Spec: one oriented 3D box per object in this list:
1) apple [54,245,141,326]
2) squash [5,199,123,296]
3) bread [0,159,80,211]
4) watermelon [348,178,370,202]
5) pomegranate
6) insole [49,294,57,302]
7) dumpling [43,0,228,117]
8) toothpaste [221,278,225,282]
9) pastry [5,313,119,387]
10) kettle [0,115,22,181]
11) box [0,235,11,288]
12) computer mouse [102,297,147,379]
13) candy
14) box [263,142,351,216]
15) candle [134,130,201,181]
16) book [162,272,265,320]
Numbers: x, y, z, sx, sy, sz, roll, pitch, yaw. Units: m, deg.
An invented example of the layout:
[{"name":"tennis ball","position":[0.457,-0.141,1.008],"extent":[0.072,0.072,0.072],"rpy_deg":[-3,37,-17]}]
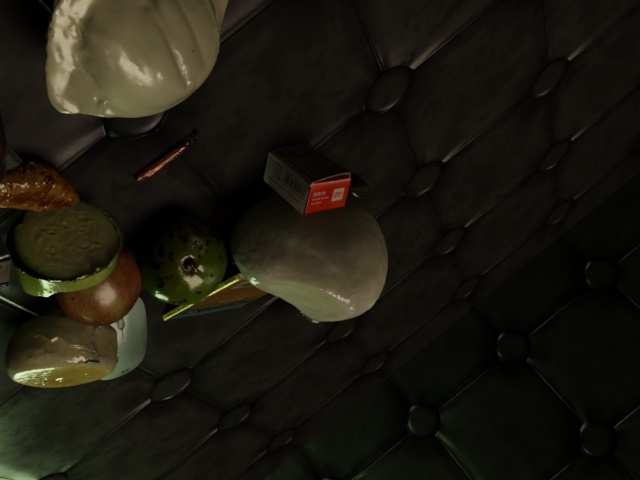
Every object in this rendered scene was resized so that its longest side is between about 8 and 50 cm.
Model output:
[{"name":"apple","position":[-0.483,0.085,1.720],"extent":[0.188,0.188,0.173],"rpy_deg":[-22,141,-29]},{"name":"squash","position":[-0.504,0.030,1.587],"extent":[0.220,0.220,0.133],"rpy_deg":[-22,142,-29]},{"name":"bread","position":[-0.551,-0.106,1.489],"extent":[0.105,0.076,0.233],"rpy_deg":[-40,160,25]},{"name":"watermelon","position":[0.089,-0.132,2.191],"extent":[0.111,0.078,0.078],"rpy_deg":[-6,137,-44]},{"name":"pomegranate","position":[-0.331,0.047,1.865],"extent":[0.211,0.211,0.263],"rpy_deg":[-28,-170,-20]},{"name":"insole","position":[-0.569,0.142,1.884],"extent":[0.064,0.004,0.188],"rpy_deg":[-44,151,6]},{"name":"dumpling","position":[-0.276,-0.369,1.301],"extent":[0.395,0.233,0.315],"rpy_deg":[-34,151,-40]},{"name":"toothpaste","position":[-0.293,0.084,2.080],"extent":[0.069,0.047,0.268],"rpy_deg":[-50,158,-21]},{"name":"pastry","position":[-0.586,0.255,1.822],"extent":[0.265,0.133,0.264],"rpy_deg":[-5,155,-2]},{"name":"kettle","position":[-0.606,-0.172,1.282],"extent":[0.202,0.144,0.232],"rpy_deg":[-10,146,-11]},{"name":"box","position":[-0.711,0.018,1.350],"extent":[0.310,0.198,0.084],"rpy_deg":[-14,142,-38]},{"name":"computer mouse","position":[-0.511,0.257,2.015],"extent":[0.160,0.097,0.288],"rpy_deg":[-19,147,-29]},{"name":"candy","position":[0.000,0.000,1.963],"extent":[0.186,0.386,0.427],"rpy_deg":[-56,-178,38]},{"name":"box","position":[-0.032,-0.151,1.910],"extent":[0.133,0.182,0.099],"rpy_deg":[-14,131,-35]},{"name":"candle","position":[-0.324,-0.179,1.705],"extent":[0.167,0.021,0.026],"rpy_deg":[-37,131,-3]},{"name":"book","position":[-0.213,0.134,2.090],"extent":[0.263,0.028,0.374],"rpy_deg":[-8,167,-43]}]
